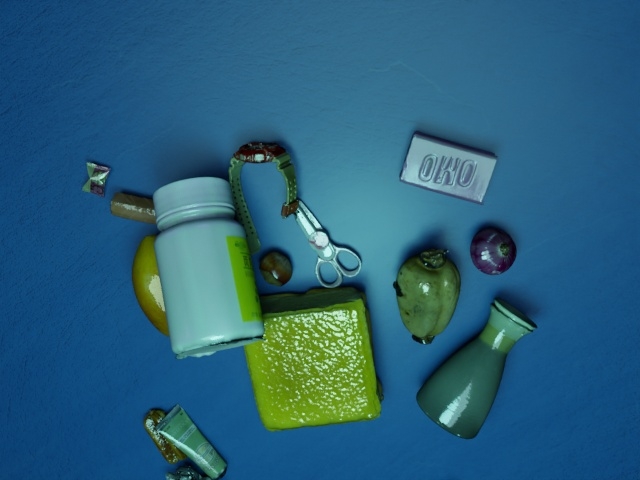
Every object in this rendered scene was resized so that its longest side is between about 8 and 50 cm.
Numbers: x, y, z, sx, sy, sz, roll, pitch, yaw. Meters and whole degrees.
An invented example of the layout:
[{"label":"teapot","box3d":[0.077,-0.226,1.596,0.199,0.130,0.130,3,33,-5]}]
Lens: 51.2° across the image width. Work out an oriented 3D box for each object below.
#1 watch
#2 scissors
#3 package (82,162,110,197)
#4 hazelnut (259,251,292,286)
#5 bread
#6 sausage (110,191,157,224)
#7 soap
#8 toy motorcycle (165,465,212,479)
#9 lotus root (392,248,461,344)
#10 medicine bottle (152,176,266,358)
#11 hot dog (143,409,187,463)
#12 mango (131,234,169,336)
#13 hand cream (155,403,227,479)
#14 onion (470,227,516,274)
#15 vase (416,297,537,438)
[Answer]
[{"label":"watch","box3d":[-0.131,-0.100,1.590,0.164,0.102,0.269,-5,106,28]},{"label":"scissors","box3d":[0.000,0.000,1.635,0.118,0.030,0.242,-30,101,14]},{"label":"package","box3d":[-0.558,-0.149,1.657,0.059,0.029,0.083,17,117,-6]},{"label":"hazelnut","box3d":[-0.109,0.071,1.647,0.086,0.086,0.087,2,105,6]},{"label":"bread","box3d":[-0.022,0.297,1.660,0.323,0.143,0.333,-7,105,9]},{"label":"sausage","box3d":[-0.427,-0.076,1.648,0.169,0.065,0.065,11,106,2]},{"label":"soap","box3d":[0.293,-0.167,1.541,0.203,0.065,0.122,15,106,1]},{"label":"toy motorcycle","box3d":[-0.334,0.704,1.829,0.152,0.073,0.225,-32,107,36]},{"label":"lotus root","box3d":[0.251,0.122,1.587,0.154,0.140,0.257,0,115,-8]},{"label":"medicine bottle","box3d":[-0.262,0.064,1.520,0.213,0.213,0.379,-15,78,10]},{"label":"hot dog","box3d":[-0.422,0.532,1.816,0.071,0.045,0.165,-27,100,14]},{"label":"mango","box3d":[-0.374,0.109,1.651,0.187,0.138,0.257,-37,105,2]},{"label":"hand cream","box3d":[-0.337,0.557,1.803,0.235,0.086,0.055,51,146,-9]},{"label":"onion","box3d":[0.402,0.027,1.571,0.115,0.115,0.104,49,149,-7]},{"label":"vase","box3d":[0.382,0.301,1.615,0.173,0.173,0.321,30,100,-2]}]
